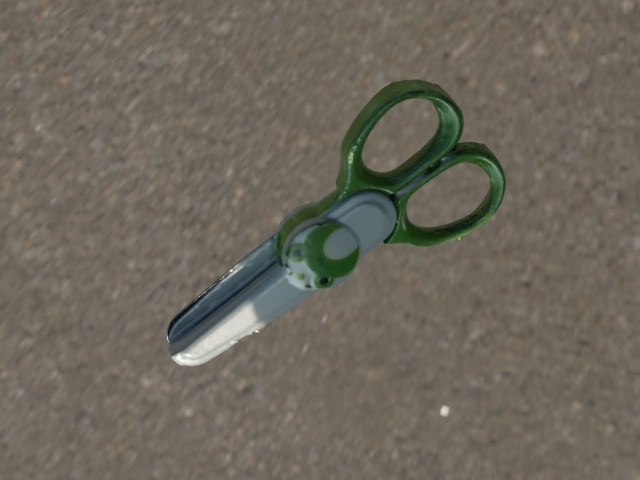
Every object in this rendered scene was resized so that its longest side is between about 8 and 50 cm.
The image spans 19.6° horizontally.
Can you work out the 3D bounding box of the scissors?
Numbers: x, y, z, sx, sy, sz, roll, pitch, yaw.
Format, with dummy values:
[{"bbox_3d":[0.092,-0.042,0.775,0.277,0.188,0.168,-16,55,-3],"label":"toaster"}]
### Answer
[{"bbox_3d":[0.000,0.000,0.994,0.204,0.027,0.101,-36,122,5],"label":"scissors"}]
